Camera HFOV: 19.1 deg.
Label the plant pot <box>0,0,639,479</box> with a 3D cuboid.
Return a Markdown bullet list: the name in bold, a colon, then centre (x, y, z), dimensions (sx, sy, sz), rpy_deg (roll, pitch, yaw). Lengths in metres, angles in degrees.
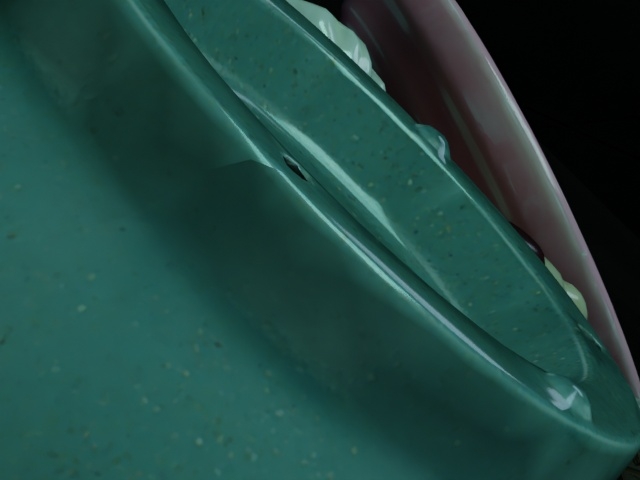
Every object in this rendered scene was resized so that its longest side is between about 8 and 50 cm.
- **plant pot**: centre (-0.054, 0.045, 0.432), dimensions (0.293, 0.196, 0.293), rpy_deg (42, 12, -11)

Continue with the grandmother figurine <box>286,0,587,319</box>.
- **grandmother figurine**: centre (0.000, 0.000, 0.756), dimensions (0.342, 0.208, 0.104), rpy_deg (64, 25, -69)

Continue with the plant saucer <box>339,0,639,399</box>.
- **plant saucer**: centre (0.085, -0.009, 1.133), dimensions (0.332, 0.084, 0.332), rpy_deg (63, -1, 2)

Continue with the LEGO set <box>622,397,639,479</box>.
- **LEGO set**: centre (0.147, 0.149, 0.824), dimensions (0.244, 0.060, 0.182), rpy_deg (178, -102, -79)
